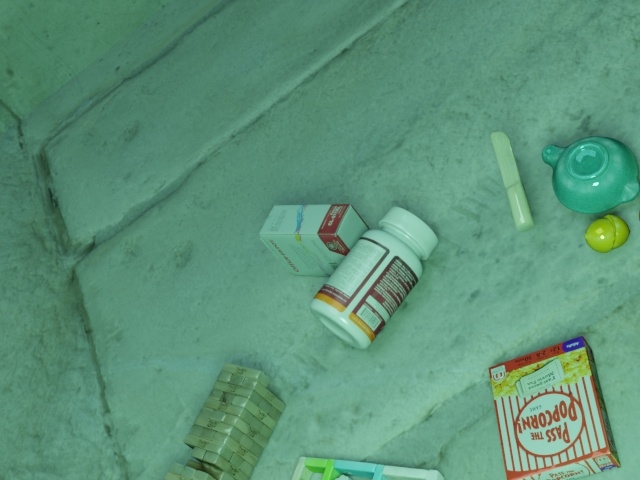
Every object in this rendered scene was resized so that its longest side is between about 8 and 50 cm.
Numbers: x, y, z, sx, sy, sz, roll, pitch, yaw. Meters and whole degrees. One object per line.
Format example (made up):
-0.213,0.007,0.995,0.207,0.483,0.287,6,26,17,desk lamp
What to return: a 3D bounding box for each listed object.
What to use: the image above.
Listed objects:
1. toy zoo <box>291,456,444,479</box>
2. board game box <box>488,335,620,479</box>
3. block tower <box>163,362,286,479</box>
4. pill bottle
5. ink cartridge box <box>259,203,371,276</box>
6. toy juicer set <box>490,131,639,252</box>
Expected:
0.061,0.413,1.540,0.293,0.030,0.192,-2,53,37,toy zoo
0.320,0.241,1.483,0.147,0.045,0.193,-23,43,20,board game box
-0.175,0.367,1.719,0.091,0.097,0.335,7,61,41,block tower
0.091,0.060,1.764,0.121,0.121,0.221,24,70,47,pill bottle
0.000,0.000,1.883,0.175,0.127,0.072,2,54,38,ink cartridge box
0.419,-0.072,1.667,0.329,0.089,0.209,0,67,28,toy juicer set
